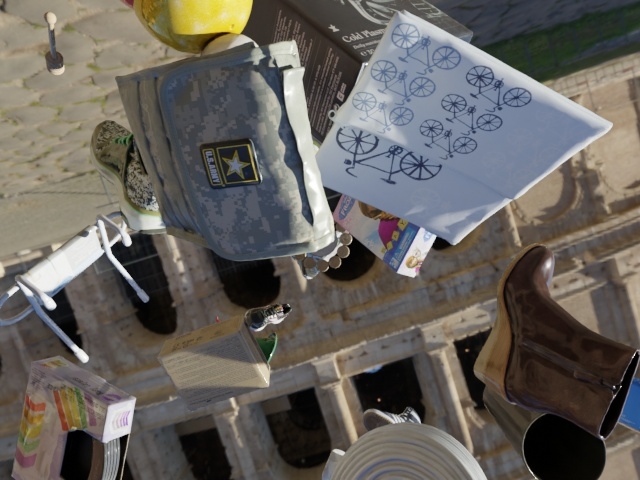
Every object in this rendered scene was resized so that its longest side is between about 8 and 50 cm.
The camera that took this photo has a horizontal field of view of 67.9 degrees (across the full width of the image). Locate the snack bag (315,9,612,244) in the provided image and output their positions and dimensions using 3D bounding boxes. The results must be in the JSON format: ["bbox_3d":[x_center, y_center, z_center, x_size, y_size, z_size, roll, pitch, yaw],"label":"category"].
[{"bbox_3d":[0.163,-0.124,0.697,0.323,0.037,0.342,21,145,-14],"label":"snack bag"}]

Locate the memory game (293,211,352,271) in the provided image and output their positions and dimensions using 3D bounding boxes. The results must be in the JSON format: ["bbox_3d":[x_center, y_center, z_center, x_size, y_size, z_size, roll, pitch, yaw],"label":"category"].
[{"bbox_3d":[0.000,0.000,1.396,0.186,0.186,0.012,-17,173,7],"label":"memory game"}]

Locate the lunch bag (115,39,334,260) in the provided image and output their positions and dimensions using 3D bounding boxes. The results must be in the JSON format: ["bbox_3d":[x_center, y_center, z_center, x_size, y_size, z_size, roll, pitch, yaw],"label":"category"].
[{"bbox_3d":[-0.112,-0.113,0.601,0.169,0.235,0.287,-28,-153,-34],"label":"lunch bag"}]

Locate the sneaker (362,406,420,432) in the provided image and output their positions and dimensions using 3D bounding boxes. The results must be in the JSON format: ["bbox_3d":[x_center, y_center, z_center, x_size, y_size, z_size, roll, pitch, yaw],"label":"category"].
[{"bbox_3d":[0.268,0.666,1.753,0.099,0.282,0.153,-48,-165,24],"label":"sneaker"}]

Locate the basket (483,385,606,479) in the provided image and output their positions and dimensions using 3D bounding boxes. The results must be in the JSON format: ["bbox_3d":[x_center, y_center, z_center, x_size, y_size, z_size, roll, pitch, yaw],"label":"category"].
[{"bbox_3d":[0.459,0.386,1.025,0.154,0.204,0.227,-42,-167,3],"label":"basket"}]

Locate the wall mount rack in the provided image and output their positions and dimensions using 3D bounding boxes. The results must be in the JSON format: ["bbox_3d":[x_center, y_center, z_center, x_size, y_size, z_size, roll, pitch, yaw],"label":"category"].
[{"bbox_3d":[-0.529,0.109,1.081,0.350,0.131,0.304,-50,167,-34],"label":"wall mount rack"}]

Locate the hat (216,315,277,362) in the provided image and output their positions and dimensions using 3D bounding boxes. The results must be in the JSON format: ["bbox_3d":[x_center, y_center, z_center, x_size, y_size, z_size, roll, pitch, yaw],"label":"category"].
[{"bbox_3d":[-0.261,0.334,1.502,0.208,0.184,0.172,-41,-157,58],"label":"hat"}]

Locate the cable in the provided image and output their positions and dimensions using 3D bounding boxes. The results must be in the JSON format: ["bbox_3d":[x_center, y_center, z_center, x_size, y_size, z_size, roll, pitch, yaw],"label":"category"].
[{"bbox_3d":[0.122,0.400,0.684,0.257,0.257,0.089,-16,157,21],"label":"cable"}]

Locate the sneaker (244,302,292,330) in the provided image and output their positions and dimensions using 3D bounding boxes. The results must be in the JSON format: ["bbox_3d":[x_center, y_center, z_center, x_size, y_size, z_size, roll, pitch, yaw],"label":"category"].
[{"bbox_3d":[-0.156,0.221,1.459,0.077,0.072,0.178,-36,168,28],"label":"sneaker"}]

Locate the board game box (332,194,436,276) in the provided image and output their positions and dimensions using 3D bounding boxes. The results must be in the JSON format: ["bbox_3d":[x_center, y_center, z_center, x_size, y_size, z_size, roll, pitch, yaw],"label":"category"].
[{"bbox_3d":[0.187,-0.126,1.160,0.066,0.318,0.318,16,-164,-35],"label":"board game box"}]

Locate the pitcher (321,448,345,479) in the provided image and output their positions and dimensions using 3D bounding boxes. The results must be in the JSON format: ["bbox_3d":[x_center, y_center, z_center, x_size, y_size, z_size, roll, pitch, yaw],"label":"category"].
[{"bbox_3d":[0.130,0.552,1.052,0.207,0.177,0.125,5,-123,33],"label":"pitcher"}]

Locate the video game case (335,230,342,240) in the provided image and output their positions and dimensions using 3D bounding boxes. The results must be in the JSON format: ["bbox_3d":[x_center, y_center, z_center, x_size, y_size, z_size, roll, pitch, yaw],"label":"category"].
[{"bbox_3d":[0.040,0.022,1.680,0.190,0.022,0.173,-42,164,-41],"label":"video game case"}]

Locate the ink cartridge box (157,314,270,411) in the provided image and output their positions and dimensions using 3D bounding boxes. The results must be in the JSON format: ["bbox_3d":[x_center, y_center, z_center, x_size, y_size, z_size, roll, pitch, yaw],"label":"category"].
[{"bbox_3d":[-0.277,0.327,1.266,0.235,0.193,0.088,-19,-157,6],"label":"ink cartridge box"}]

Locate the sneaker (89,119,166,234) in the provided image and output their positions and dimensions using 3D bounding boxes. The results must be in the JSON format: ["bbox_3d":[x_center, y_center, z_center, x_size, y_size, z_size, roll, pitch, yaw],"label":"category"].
[{"bbox_3d":[-0.437,-0.204,1.159,0.158,0.410,0.182,-8,136,-43],"label":"sneaker"}]

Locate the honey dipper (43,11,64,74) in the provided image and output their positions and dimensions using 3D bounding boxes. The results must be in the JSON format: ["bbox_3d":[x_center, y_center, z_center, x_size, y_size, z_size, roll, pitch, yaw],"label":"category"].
[{"bbox_3d":[-0.464,-0.342,0.823,0.031,0.030,0.161,-20,176,-28],"label":"honey dipper"}]

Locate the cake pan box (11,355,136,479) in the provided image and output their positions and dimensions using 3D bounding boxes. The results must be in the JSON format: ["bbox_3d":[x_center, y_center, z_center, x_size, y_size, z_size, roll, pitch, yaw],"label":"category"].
[{"bbox_3d":[-0.474,0.382,0.911,0.267,0.245,0.070,14,-175,30],"label":"cake pan box"}]

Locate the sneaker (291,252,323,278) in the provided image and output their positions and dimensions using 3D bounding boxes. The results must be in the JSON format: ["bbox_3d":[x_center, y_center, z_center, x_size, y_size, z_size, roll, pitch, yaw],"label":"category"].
[{"bbox_3d":[-0.047,0.050,1.525,0.081,0.080,0.211,-47,-151,29],"label":"sneaker"}]

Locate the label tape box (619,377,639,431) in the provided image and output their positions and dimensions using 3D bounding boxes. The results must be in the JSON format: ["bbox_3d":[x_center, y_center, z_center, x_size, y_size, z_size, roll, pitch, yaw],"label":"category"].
[{"bbox_3d":[0.810,0.430,1.206,0.241,0.105,0.334,24,174,19],"label":"label tape box"}]

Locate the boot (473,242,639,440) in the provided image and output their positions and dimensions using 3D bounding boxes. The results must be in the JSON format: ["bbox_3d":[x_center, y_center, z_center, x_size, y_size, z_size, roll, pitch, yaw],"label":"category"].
[{"bbox_3d":[0.344,0.127,0.671,0.090,0.248,0.207,30,170,-29],"label":"boot"}]

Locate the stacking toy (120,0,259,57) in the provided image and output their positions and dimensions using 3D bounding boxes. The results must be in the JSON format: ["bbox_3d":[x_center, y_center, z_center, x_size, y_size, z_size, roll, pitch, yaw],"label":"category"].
[{"bbox_3d":[-0.238,-0.449,0.826,0.351,0.479,0.350,-25,-175,2],"label":"stacking toy"}]

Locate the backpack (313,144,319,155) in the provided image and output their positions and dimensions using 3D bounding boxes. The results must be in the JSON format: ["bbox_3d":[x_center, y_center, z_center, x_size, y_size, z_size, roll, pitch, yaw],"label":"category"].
[{"bbox_3d":[-0.082,-0.341,2.131,0.189,0.165,0.144,-14,-134,10],"label":"backpack"}]

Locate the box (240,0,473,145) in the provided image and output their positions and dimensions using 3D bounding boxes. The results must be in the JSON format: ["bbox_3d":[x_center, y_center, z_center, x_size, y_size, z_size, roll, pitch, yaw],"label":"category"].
[{"bbox_3d":[0.081,-0.554,1.380,0.480,0.472,0.297,-29,153,-35],"label":"box"}]
